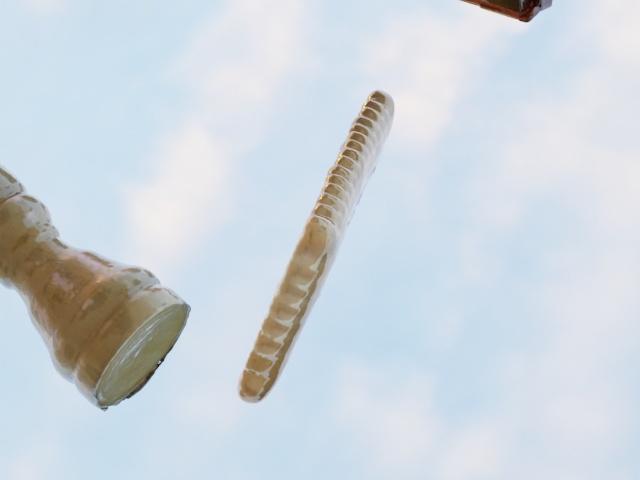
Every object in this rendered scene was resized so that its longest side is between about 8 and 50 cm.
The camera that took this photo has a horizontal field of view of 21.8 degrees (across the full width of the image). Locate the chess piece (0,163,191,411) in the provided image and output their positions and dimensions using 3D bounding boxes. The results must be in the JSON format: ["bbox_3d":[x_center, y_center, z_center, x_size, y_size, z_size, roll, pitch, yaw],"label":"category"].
[{"bbox_3d":[-0.127,0.018,0.779,0.122,0.066,0.066,38,-74,15],"label":"chess piece"}]

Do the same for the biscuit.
[{"bbox_3d":[0.001,0.000,1.213,0.030,0.250,0.160,24,-61,0],"label":"biscuit"}]

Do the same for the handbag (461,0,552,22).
[{"bbox_3d":[0.116,-0.236,1.230,0.190,0.063,0.127,27,-123,36],"label":"handbag"}]
